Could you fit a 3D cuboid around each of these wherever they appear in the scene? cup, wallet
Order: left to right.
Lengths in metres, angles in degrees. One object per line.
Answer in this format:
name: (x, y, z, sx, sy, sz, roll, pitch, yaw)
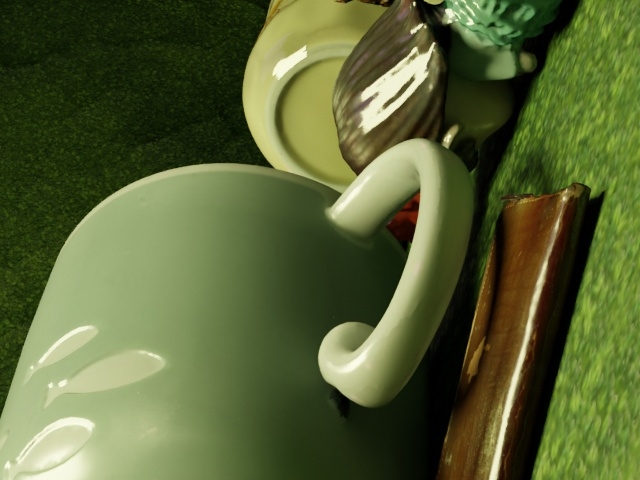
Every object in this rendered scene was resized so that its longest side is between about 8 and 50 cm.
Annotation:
cup: (-0.032, 0.100, 0.779, 0.357, 0.259, 0.274, -48, 19, 29)
cup: (0.068, -0.157, 1.098, 0.173, 0.255, 0.202, 61, -159, -27)
wallet: (0.092, 0.062, 0.665, 0.095, 0.026, 0.176, 161, 123, -76)

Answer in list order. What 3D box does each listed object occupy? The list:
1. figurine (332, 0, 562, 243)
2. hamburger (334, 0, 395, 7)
figurine: (0.087, -0.121, 0.850, 0.138, 0.110, 0.245, -83, 19, -47)
hamburger: (0.079, -0.252, 0.890, 0.231, 0.107, 0.231, -41, -15, -14)
